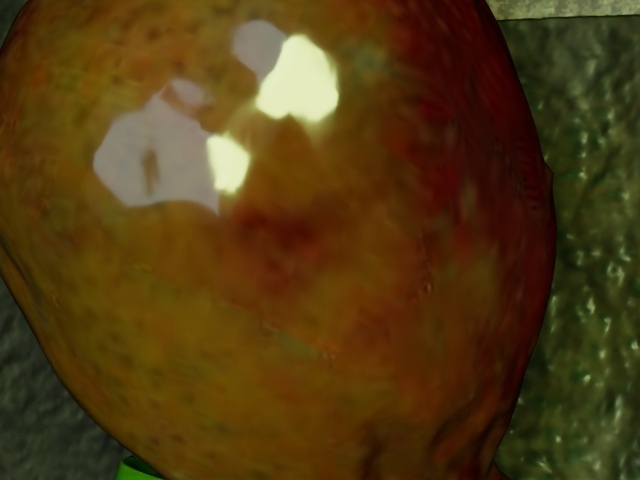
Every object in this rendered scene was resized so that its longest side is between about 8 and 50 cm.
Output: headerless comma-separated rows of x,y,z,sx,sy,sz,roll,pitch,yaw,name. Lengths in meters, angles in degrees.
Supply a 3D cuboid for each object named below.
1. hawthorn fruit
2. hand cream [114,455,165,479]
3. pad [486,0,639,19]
0.000,0.000,0.660,0.208,0.208,0.248,-36,94,12,hawthorn fruit
-0.079,0.223,0.724,0.079,0.050,0.275,12,90,48,hand cream
0.136,-0.201,0.733,0.158,0.003,0.235,0,80,21,pad
